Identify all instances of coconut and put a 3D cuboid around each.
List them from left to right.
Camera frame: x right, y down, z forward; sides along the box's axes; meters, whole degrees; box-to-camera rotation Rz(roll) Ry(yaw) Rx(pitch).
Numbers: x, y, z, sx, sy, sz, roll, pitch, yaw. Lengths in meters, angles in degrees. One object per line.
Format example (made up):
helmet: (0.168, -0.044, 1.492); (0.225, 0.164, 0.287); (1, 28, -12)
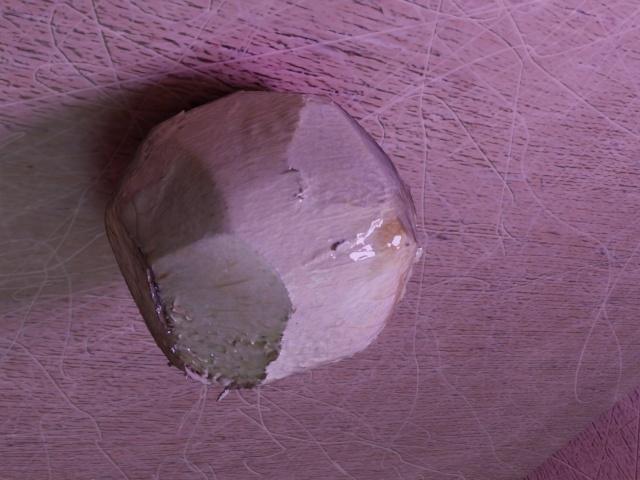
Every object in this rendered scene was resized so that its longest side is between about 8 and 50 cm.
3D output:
coconut: (-0.053, -0.015, 1.469); (0.360, 0.346, 0.346); (-24, 150, -17)
